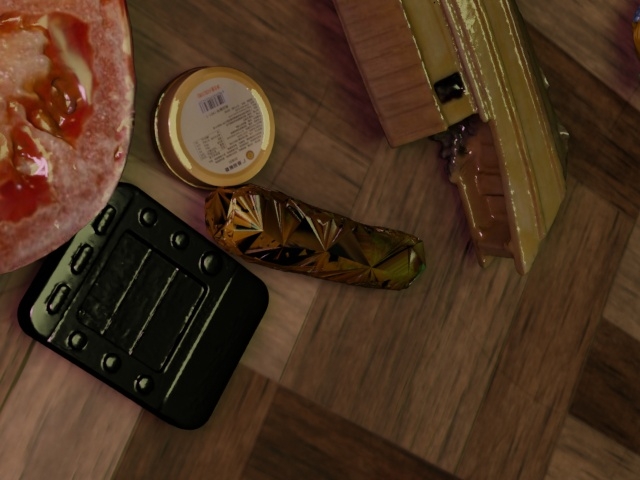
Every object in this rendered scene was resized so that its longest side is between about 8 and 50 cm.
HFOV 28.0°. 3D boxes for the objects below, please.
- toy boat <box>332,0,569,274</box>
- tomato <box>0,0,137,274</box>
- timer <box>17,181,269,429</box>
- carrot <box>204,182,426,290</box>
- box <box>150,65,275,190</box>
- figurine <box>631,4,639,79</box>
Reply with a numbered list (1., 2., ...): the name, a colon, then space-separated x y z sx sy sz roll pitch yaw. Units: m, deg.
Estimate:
1. toy boat: 0.106 -0.177 1.156 0.162 0.136 0.445 -31 107 -24
2. tomato: -0.291 -0.126 0.888 0.338 0.144 0.338 2 87 -38
3. timer: -0.141 0.052 1.039 0.187 0.055 0.144 39 70 -31
4. carrot: 0.000 0.001 1.114 0.229 0.069 0.069 15 81 -39
5. box: -0.090 -0.095 1.080 0.106 0.037 0.105 0 89 -32
6. figurine: 0.355 -0.221 1.343 0.115 0.095 0.156 15 70 -1
